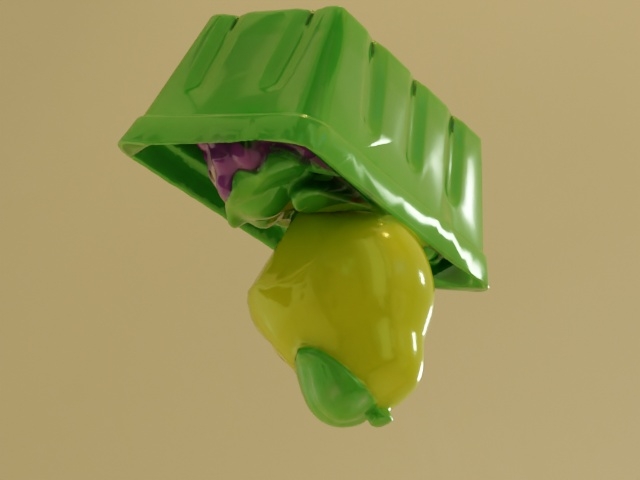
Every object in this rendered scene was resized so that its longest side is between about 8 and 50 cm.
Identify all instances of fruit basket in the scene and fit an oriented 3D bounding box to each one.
[{"bbox_3d":[0.000,0.000,1.294,0.283,0.392,0.392,4,-108,37],"label":"fruit basket"}]
